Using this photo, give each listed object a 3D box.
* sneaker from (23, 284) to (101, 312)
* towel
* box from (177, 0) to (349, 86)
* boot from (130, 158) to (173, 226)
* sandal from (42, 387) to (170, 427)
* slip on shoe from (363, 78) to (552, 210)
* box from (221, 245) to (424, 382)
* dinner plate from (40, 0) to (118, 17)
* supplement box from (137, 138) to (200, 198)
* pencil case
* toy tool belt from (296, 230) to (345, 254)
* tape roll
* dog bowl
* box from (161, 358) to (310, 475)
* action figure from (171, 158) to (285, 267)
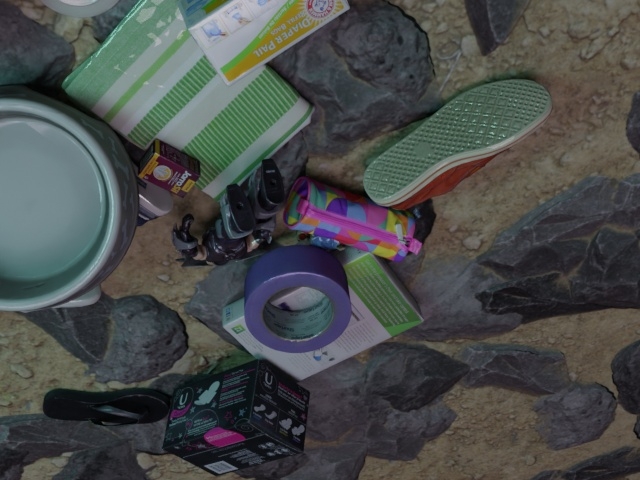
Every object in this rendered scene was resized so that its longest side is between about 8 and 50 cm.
[{"bbox_3d":[-0.493,0.095,1.575,0.212,0.080,0.094,4,143,-4],"label":"sneaker"},{"bbox_3d":[-0.196,-0.216,1.367,0.248,0.038,0.324,-39,125,23],"label":"towel"},{"bbox_3d":[-0.079,-0.323,1.216,0.203,0.114,0.103,-32,127,4],"label":"box"},{"bbox_3d":[-0.333,-0.093,1.433,0.086,0.069,0.190,-25,122,37],"label":"boot"},{"bbox_3d":[-0.436,0.352,1.815,0.254,0.055,0.097,2,131,-11],"label":"sandal"},{"bbox_3d":[0.227,-0.153,1.454,0.331,0.123,0.101,-32,152,18],"label":"slip on shoe"},{"bbox_3d":[0.006,0.144,1.707,0.321,0.059,0.232,-26,130,15],"label":"box"},{"bbox_3d":[-0.336,-0.368,1.220,0.141,0.017,0.141,-5,130,-6],"label":"dinner plate"},{"bbox_3d":[-0.237,-0.112,1.394,0.083,0.043,0.055,26,120,-28],"label":"supplement box"},{"bbox_3d":[0.056,-0.035,1.526,0.236,0.104,0.104,16,127,-22],"label":"pencil case"},{"bbox_3d":[0.000,0.000,1.579,0.083,0.051,0.052,0,131,-9],"label":"toy tool belt"},{"bbox_3d":[-0.042,0.105,1.576,0.188,0.080,0.189,-3,126,-4],"label":"tape roll"},{"bbox_3d":[-0.446,-0.055,1.306,0.348,0.102,0.349,-1,98,-9],"label":"dog bowl"},{"bbox_3d":[-0.166,0.357,1.773,0.247,0.142,0.163,-23,134,34],"label":"box"},{"bbox_3d":[-0.144,-0.025,1.473,0.185,0.099,0.285,-22,169,-28],"label":"action figure"}]
